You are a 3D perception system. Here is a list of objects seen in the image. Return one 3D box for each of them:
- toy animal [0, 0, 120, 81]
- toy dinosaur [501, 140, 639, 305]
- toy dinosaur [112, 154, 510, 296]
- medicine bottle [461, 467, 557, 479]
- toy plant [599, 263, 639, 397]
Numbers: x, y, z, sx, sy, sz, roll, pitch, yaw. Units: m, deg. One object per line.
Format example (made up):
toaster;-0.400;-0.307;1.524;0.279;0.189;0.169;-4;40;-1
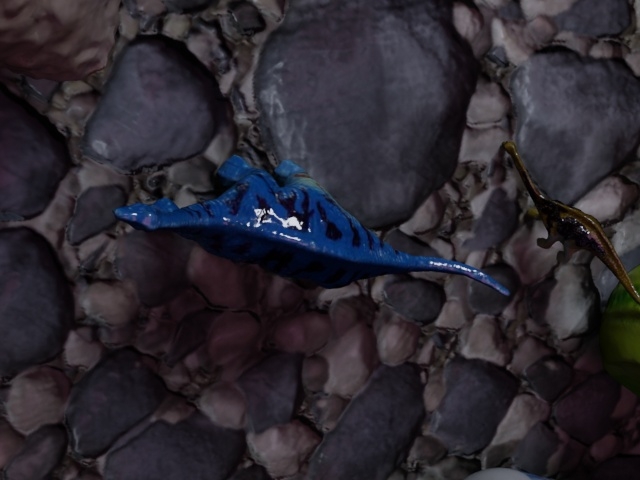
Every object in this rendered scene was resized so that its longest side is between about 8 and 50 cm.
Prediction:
toy animal;-0.226;-0.226;0.624;0.226;0.188;0.358;-24;119;0
toy dinosaur;0.197;-0.003;0.934;0.180;0.058;0.037;42;74;7
toy dinosaur;-0.025;-0.012;0.832;0.329;0.144;0.076;14;101;-39
medicine bottle;0.192;0.280;1.007;0.288;0.157;0.157;19;102;-27
toy plant;0.364;-0.005;0.980;0.224;0.184;0.316;37;78;-34
